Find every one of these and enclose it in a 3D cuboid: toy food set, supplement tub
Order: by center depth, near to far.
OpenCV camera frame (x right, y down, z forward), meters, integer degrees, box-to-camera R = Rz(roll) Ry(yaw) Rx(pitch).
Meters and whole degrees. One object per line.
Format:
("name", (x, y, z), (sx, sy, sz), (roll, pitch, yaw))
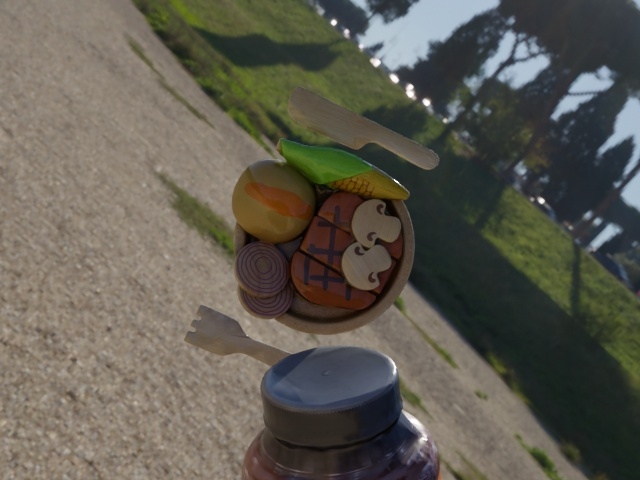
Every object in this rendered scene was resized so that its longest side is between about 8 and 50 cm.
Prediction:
("supplement tub", (0.015, 0.159, 0.434), (0.106, 0.106, 0.197), (-118, -161, -71))
("toy food set", (0.000, 0.000, 0.541), (0.132, 0.192, 0.038), (23, -7, -5))
